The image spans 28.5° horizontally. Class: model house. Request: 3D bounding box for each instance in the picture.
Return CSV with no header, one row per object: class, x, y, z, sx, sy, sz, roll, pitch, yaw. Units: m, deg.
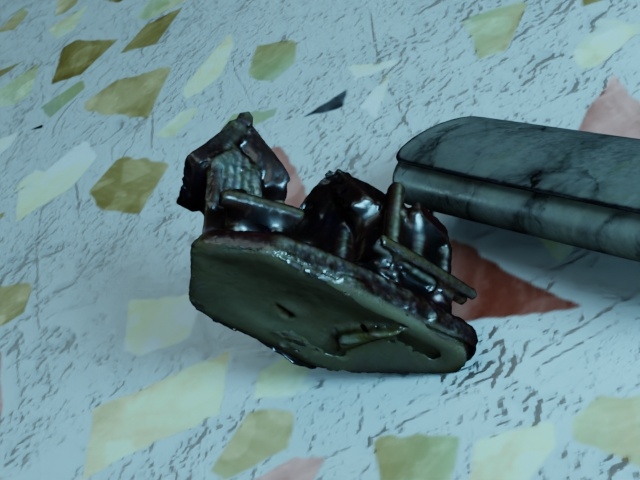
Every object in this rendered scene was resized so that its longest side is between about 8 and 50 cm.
model house,0.001,-0.006,0.853,0.141,0.203,0.164,-30,38,43

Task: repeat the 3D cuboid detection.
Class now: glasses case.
glasses case,0.176,-0.035,0.821,0.114,0.060,0.299,-23,21,-28
